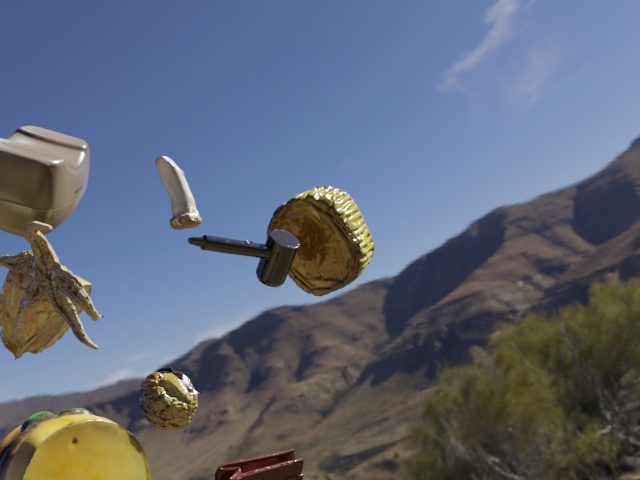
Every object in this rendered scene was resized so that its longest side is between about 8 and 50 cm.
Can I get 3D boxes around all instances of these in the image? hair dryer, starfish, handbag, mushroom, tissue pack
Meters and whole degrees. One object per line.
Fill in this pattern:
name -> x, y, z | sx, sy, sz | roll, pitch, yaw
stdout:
hair dryer -> -0.172, 0.032, 1.647 | 0.248, 0.070, 0.114 | 7, -63, -31
starfish -> -0.583, 0.093, 1.636 | 0.302, 0.299, 0.060 | -2, 24, 40
handbag -> -0.181, 0.748, 2.184 | 0.275, 0.260, 0.084 | -4, 17, -37
mushroom -> -0.391, -0.128, 2.071 | 0.084, 0.209, 0.071 | -22, -4, 27
tissue pack -> -0.849, -0.167, 2.250 | 0.267, 0.277, 0.387 | 18, 15, -7

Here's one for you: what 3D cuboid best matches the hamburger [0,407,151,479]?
hamburger -> -0.659, 0.623, 1.932 | 0.277, 0.396, 0.395 | -14, -6, 43

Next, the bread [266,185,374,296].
bread -> 0.000, 0.000, 1.856 | 0.227, 0.253, 0.142 | -33, -3, 28

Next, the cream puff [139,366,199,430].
cream puff -> -0.301, 0.318, 1.505 | 0.104, 0.119, 0.133 | -16, 34, -39

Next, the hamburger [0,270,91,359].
hamburger -> -0.802, 0.162, 2.171 | 0.330, 0.209, 0.162 | -45, -11, 28
